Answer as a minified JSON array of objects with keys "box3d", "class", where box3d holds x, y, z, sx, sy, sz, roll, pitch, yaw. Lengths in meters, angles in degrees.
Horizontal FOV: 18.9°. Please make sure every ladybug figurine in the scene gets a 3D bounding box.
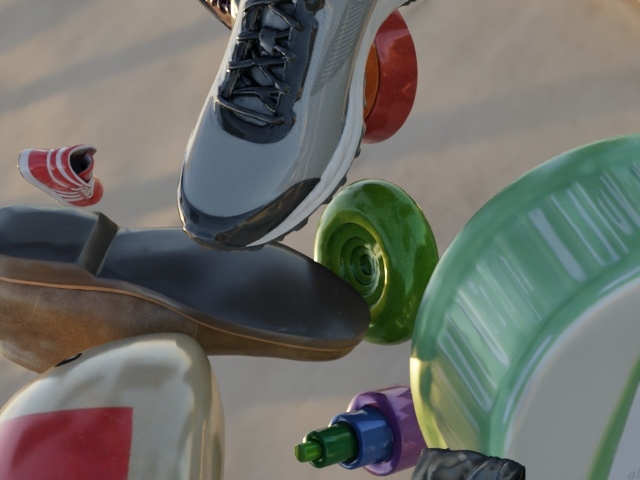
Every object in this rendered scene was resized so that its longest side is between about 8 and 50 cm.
[{"box3d":[-0.163,0.268,1.278,0.305,0.162,0.449,112,164,-58],"class":"ladybug figurine"}]

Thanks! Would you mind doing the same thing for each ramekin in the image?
[{"box3d":[0.219,0.097,1.208,0.303,0.303,0.148,-42,24,8],"class":"ramekin"}]

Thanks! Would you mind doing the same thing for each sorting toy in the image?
[{"box3d":[0.000,0.000,1.403,0.126,0.366,0.127,-11,7,-39],"class":"sorting toy"}]

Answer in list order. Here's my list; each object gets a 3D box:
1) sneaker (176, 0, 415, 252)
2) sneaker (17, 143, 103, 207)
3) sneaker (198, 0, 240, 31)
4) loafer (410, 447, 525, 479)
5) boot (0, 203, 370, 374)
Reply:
[{"box3d":[-0.014,-0.122,1.073,0.100,0.108,0.271,22,84,33],"class":"sneaker"},{"box3d":[-0.223,-0.059,1.805,0.067,0.118,0.042,-4,74,29],"class":"sneaker"},{"box3d":[-0.084,-0.250,1.968,0.106,0.162,0.281,-53,-15,-2],"class":"sneaker"},{"box3d":[0.047,0.153,0.980,0.170,0.061,0.062,-27,-48,-61],"class":"loafer"},{"box3d":[-0.111,0.057,1.445,0.305,0.115,0.112,11,30,12],"class":"boot"}]
